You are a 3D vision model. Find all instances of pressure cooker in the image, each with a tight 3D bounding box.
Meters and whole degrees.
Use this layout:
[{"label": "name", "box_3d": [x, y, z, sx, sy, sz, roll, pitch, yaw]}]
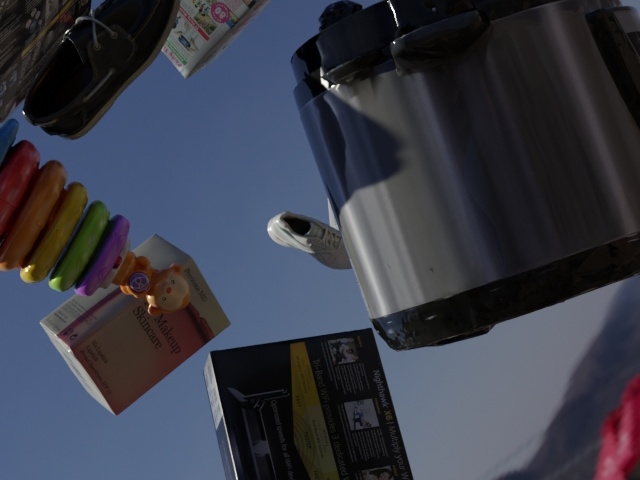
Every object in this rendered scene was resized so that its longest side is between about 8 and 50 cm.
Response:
[{"label": "pressure cooker", "box_3d": [0.165, -0.127, 1.452, 0.375, 0.420, 0.370, -17, -4, -33]}]

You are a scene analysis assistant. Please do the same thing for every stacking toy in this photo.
[{"label": "stacking toy", "box_3d": [-0.285, 0.004, 1.602, 0.175, 0.302, 0.166, -63, 13, -12]}]

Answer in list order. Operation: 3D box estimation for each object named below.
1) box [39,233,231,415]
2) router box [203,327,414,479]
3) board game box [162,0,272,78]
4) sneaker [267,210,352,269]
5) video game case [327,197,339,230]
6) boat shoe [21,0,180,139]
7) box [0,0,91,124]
[{"label": "box", "box_3d": [-0.281, 0.127, 2.110, 0.232, 0.127, 0.148, -39, -56, -17]}, {"label": "router box", "box_3d": [-0.012, 0.288, 1.915, 0.243, 0.309, 0.081, -7, -26, -16]}, {"label": "board game box", "box_3d": [-0.183, -0.443, 2.222, 0.303, 0.224, 0.097, -40, 2, 34]}, {"label": "sneaker", "box_3d": [0.000, 0.000, 1.965, 0.061, 0.152, 0.053, 130, 158, -71]}, {"label": "video game case", "box_3d": [0.075, -0.124, 2.110, 0.023, 0.201, 0.183, 12, -25, -40]}, {"label": "boat shoe", "box_3d": [-0.233, -0.211, 1.491, 0.233, 0.084, 0.079, -51, -28, 9]}, {"label": "box", "box_3d": [-0.399, -0.315, 1.743, 0.395, 0.097, 0.318, -62, -9, -48]}]
